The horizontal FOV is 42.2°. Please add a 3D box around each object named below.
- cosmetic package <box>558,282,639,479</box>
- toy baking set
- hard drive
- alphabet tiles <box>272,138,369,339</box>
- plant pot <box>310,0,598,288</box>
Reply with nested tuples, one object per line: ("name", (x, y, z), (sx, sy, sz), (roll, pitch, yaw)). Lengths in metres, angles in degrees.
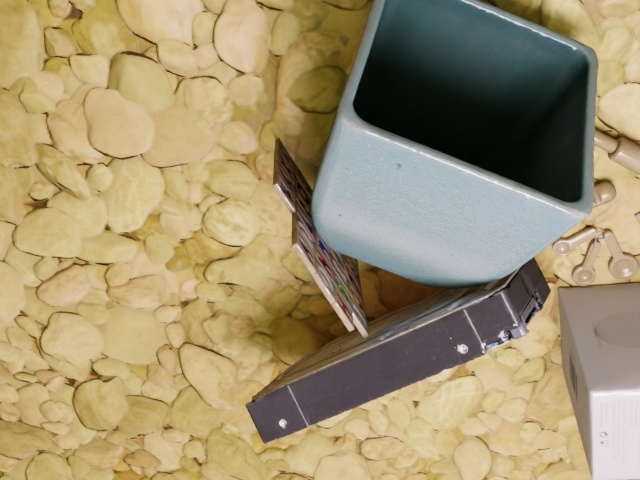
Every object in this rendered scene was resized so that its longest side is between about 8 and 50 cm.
("cosmetic package", (0.421, 0.160, 1.004), (0.225, 0.224, 0.138), (-6, 117, 10))
("toy baking set", (0.330, -0.039, 1.015), (0.256, 0.030, 0.196), (29, 118, -10))
("hard drive", (0.099, 0.125, 1.004), (0.339, 0.237, 0.064), (-26, 89, 24))
("alphabet tiles", (0.000, 0.000, 0.954), (0.009, 0.237, 0.198), (-29, 112, 10))
("plant pot", (0.119, -0.089, 0.897), (0.248, 0.247, 0.252), (21, 143, -6))
